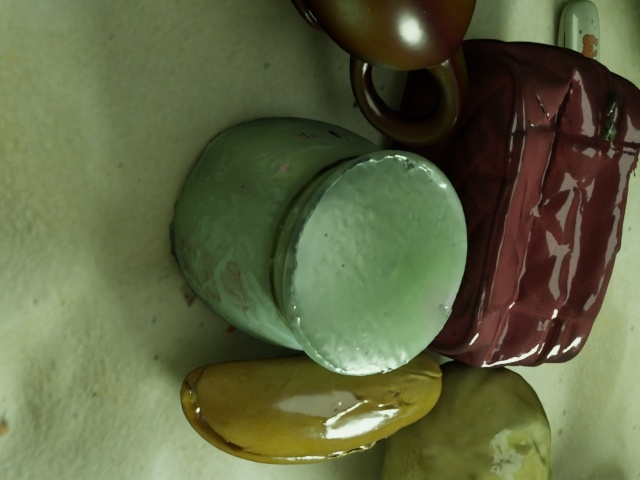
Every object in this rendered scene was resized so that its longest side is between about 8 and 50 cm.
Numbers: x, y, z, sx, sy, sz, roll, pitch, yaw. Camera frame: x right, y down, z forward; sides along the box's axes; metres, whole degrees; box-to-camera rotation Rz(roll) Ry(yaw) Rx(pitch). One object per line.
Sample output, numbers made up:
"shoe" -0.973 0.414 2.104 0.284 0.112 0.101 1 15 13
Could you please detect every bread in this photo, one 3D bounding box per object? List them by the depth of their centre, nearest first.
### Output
"bread" -0.004 0.110 1.038 0.189 0.114 0.077 -6 90 -31

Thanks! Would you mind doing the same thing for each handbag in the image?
"handbag" 0.126 -0.026 1.078 0.135 0.146 0.225 6 100 -33

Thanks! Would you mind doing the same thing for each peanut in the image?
"peanut" 0.113 0.235 1.154 0.148 0.147 0.318 -23 120 -31

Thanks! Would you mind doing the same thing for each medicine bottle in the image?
"medicine bottle" 0.000 0.000 0.988 0.147 0.143 0.147 -12 110 -36

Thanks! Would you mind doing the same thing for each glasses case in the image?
"glasses case" 0.194 -0.139 1.174 0.032 0.021 0.083 -15 112 -35

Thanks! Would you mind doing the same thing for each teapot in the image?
"teapot" 0.028 -0.173 0.975 0.178 0.135 0.252 -58 138 -54
